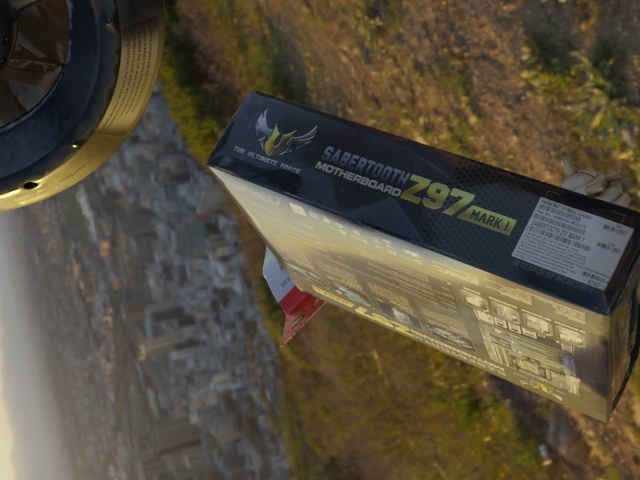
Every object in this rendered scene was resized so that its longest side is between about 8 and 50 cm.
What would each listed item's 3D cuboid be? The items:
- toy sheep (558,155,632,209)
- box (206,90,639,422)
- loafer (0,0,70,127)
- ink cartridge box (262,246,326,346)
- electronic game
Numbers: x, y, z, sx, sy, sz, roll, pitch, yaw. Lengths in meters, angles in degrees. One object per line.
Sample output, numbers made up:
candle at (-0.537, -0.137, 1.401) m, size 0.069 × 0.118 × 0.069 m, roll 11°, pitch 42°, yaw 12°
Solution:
toy sheep at (0.305, -0.035, 0.977) m, size 0.132 × 0.091 × 0.091 m, roll 66°, pitch 160°, yaw -2°
box at (0.068, 0.013, 0.512) m, size 0.232 × 0.059 × 0.183 m, roll 22°, pitch 161°, yaw 27°
loafer at (-0.238, -0.233, 0.567) m, size 0.366 × 0.130 × 0.134 m, roll 61°, pitch 179°, yaw -26°
ink cartridge box at (0.000, 0.000, 0.819) m, size 0.145 × 0.045 × 0.179 m, roll -46°, pitch 13°, yaw 19°
electronic game at (-0.188, -0.105, 0.405) m, size 0.048 × 0.229 × 0.229 m, roll -104°, pitch 15°, yaw -51°
